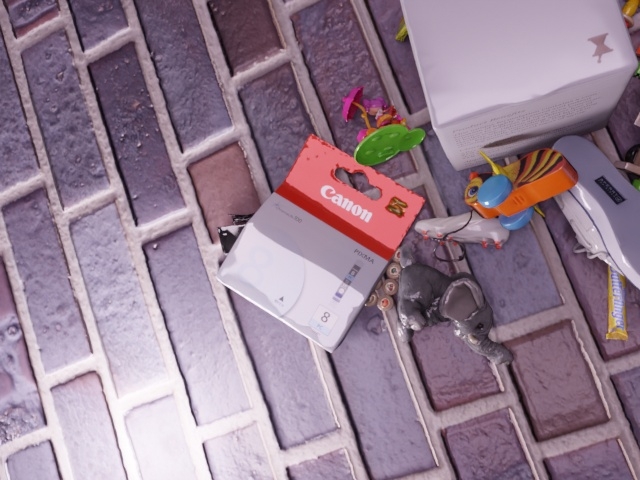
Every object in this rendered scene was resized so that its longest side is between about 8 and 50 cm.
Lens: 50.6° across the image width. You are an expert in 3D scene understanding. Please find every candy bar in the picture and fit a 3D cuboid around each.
[{"bbox_3d":[0.593,0.118,1.353,0.040,0.018,0.162,0,87,16],"label":"candy bar"}]

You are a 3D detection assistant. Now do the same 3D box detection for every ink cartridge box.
[{"bbox_3d":[0.000,0.000,1.469,0.308,0.091,0.385,31,96,10],"label":"ink cartridge box"}]

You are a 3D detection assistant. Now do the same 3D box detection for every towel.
[{"bbox_3d":[0.216,-0.559,1.474,0.021,0.102,0.237,17,91,-6],"label":"towel"}]

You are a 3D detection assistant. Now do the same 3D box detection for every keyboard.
[{"bbox_3d":[-0.145,-0.022,1.577,0.192,0.038,0.100,-4,108,14],"label":"keyboard"}]

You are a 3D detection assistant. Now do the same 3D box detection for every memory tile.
[{"bbox_3d":[0.124,0.075,1.495,0.113,0.012,0.148,17,91,17],"label":"memory tile"}]

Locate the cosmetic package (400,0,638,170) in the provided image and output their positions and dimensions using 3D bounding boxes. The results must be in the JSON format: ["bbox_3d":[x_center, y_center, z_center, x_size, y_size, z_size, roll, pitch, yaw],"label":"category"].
[{"bbox_3d":[0.351,-0.356,1.264,0.329,0.393,0.327,-15,82,14],"label":"cosmetic package"}]

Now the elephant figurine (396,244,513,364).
[{"bbox_3d":[0.279,0.135,1.391,0.239,0.186,0.169,2,43,6],"label":"elephant figurine"}]

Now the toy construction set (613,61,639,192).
[{"bbox_3d":[0.638,-0.192,1.226,0.257,0.308,0.237,40,110,47],"label":"toy construction set"}]

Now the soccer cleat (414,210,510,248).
[{"bbox_3d":[0.300,-0.030,1.430,0.196,0.068,0.076,7,72,15],"label":"soccer cleat"}]

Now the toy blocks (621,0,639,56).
[{"bbox_3d":[0.629,-0.411,1.363,0.123,0.054,0.148,33,95,16],"label":"toy blocks"}]

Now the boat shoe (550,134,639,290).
[{"bbox_3d":[0.549,-0.022,1.316,0.135,0.156,0.367,-25,65,-16],"label":"boat shoe"}]

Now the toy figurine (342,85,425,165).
[{"bbox_3d":[0.121,-0.269,1.476,0.173,0.130,0.159,-15,64,-22],"label":"toy figurine"}]

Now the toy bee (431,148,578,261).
[{"bbox_3d":[0.344,-0.104,1.332,0.298,0.195,0.162,-16,39,17],"label":"toy bee"}]
